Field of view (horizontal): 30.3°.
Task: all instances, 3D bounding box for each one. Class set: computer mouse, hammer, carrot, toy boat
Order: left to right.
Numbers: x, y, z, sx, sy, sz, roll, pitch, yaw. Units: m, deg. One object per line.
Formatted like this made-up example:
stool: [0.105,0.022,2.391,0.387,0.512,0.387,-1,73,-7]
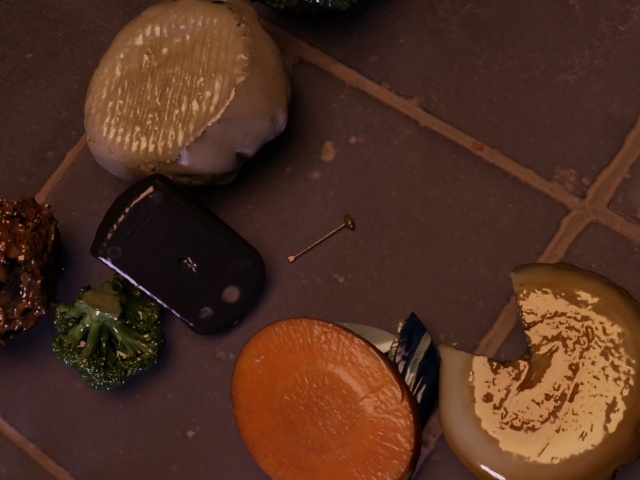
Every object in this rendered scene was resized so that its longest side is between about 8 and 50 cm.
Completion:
computer mouse: [-0.217,0.022,1.845,0.170,0.269,0.100,-51,22,-1]
hammer: [0.000,0.000,1.887,0.123,0.014,0.029,-33,56,5]
carrot: [0.011,0.250,1.706,0.307,0.100,0.258,33,103,23]
toy boat: [0.044,0.219,1.769,0.291,0.070,0.210,-8,70,22]

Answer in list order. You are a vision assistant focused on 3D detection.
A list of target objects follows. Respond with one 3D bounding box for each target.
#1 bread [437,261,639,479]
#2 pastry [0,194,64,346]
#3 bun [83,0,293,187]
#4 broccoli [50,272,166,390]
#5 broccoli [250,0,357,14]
bread: [0.323,0.202,1.642,0.333,0.160,0.333,-5,71,15]
pastry: [-0.494,0.057,1.876,0.192,0.275,0.275,15,75,17]
bun: [-0.200,-0.228,1.922,0.359,0.211,0.360,-10,66,24]
broccoli: [-0.330,0.137,1.856,0.195,0.156,0.195,7,43,-6]
broccoli: [-0.036,-0.490,1.904,0.277,0.338,0.318,-3,59,24]
